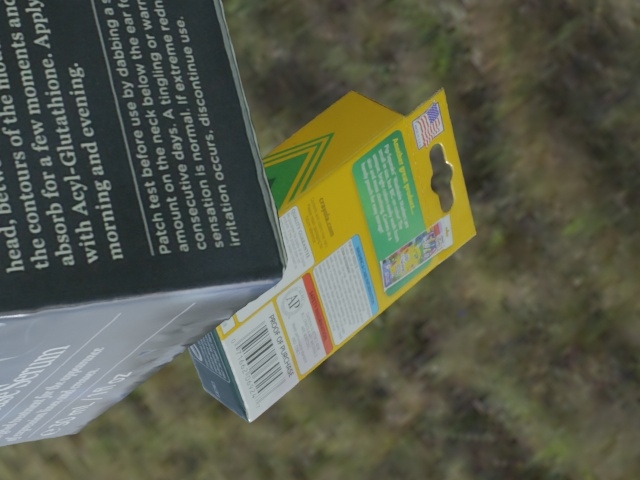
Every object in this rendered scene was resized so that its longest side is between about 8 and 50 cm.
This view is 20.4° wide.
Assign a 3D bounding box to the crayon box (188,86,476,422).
[{"bbox_3d":[0.000,0.000,1.745,0.083,0.323,0.203,31,149,41],"label":"crayon box"}]

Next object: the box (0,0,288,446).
[{"bbox_3d":[-0.267,-0.011,0.847,0.293,0.395,0.212,-38,63,57],"label":"box"}]
